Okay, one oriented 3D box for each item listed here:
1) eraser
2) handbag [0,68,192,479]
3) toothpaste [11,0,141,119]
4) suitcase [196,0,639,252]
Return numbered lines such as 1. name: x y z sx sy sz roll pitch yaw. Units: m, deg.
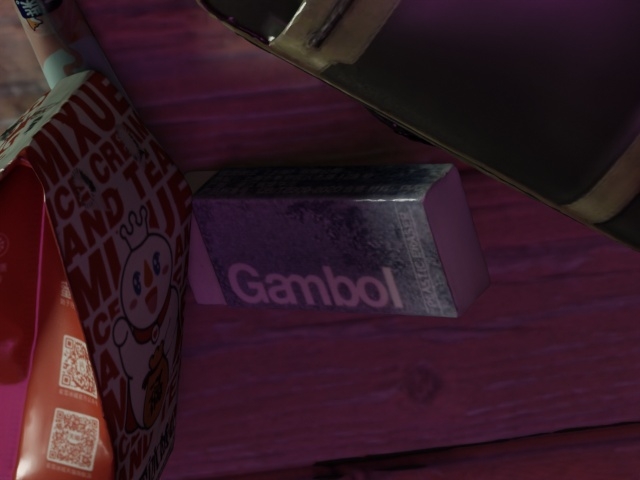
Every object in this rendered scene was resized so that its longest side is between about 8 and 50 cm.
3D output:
1. eraser: 0.000 0.000 1.222 0.212 0.046 0.092 0 121 34
2. handbag: -0.167 0.050 1.195 0.151 0.171 0.298 12 120 6
3. toothpaste: -0.161 -0.116 1.220 0.056 0.036 0.205 -20 120 6
4. suitcase: 0.128 -0.175 1.143 0.434 0.194 0.283 29 108 -17
